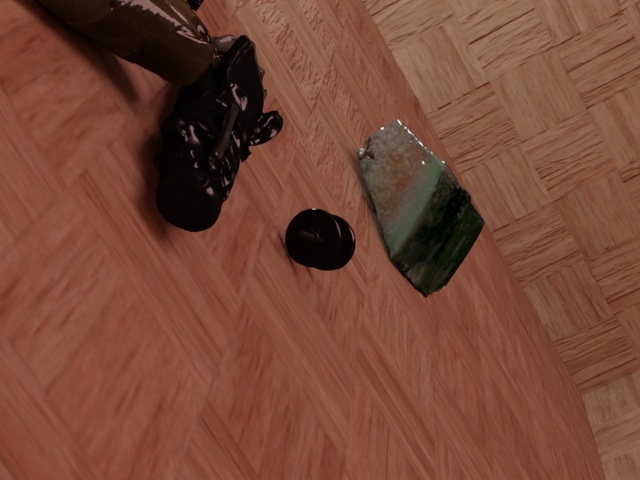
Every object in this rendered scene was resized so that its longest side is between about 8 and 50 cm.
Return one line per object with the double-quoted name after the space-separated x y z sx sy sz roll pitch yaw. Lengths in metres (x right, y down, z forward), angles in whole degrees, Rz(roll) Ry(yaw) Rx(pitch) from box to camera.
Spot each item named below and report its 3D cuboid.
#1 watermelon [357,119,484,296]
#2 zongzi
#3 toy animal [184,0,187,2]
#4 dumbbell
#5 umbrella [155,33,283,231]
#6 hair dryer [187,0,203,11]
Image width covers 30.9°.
0.176 -0.077 1.968 0.264 0.151 0.302 35 31 -61 "watermelon"
-0.174 -0.191 1.026 0.160 0.078 0.176 41 22 -7 "zongzi"
-0.182 -0.277 1.240 0.083 0.060 0.081 59 -11 -4 "toy animal"
0.000 0.000 1.348 0.069 0.069 0.147 66 13 12 "dumbbell"
-0.097 -0.109 1.128 0.113 0.106 0.357 61 13 -22 "umbrella"
-0.166 -0.417 1.502 0.189 0.107 0.352 49 25 -38 "hair dryer"
